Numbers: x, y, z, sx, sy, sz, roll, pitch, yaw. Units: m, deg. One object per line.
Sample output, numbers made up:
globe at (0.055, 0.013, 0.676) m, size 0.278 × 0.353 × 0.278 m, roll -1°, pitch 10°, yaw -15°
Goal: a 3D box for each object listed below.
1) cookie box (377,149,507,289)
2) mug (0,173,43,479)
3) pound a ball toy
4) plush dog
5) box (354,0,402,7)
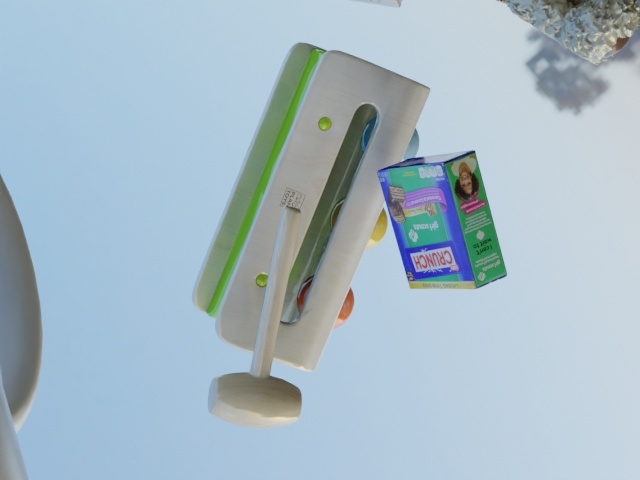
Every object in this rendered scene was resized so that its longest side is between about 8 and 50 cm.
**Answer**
cookie box at (0.100, -0.015, 1.163) m, size 0.040 × 0.092 × 0.107 m, roll -22°, pitch -80°, yaw -32°
mug at (-0.237, -0.011, 0.466) m, size 0.374 × 0.276 × 0.328 m, roll 15°, pitch -133°, yaw -56°
pound a ball toy at (0.000, 0.000, 1.237) m, size 0.136 × 0.319 × 0.208 m, roll 20°, pitch -175°, yaw -18°
plush dog at (0.317, -0.362, 1.713) m, size 0.210 × 0.225 × 0.262 m, roll 30°, pitch -163°, yaw 0°
box at (-0.031, -0.316, 1.339) m, size 0.232 × 0.127 × 0.148 m, roll 10°, pitch 173°, yaw 12°
